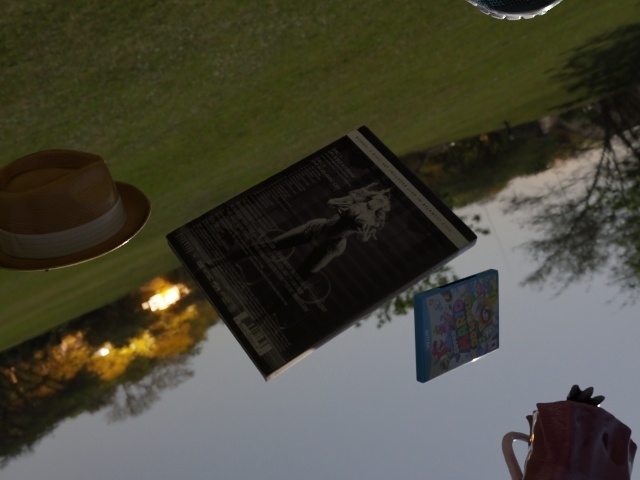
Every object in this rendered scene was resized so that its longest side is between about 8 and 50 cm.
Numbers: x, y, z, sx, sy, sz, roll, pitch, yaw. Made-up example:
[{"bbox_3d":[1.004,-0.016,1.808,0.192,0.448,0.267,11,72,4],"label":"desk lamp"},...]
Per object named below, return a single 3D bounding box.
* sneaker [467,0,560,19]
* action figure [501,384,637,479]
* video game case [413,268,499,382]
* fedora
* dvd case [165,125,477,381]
[{"bbox_3d":[0.150,-0.256,0.682,0.166,0.065,0.076,16,-177,13],"label":"sneaker"},{"bbox_3d":[0.286,0.379,0.908,0.275,0.248,0.370,-35,-151,56],"label":"action figure"},{"bbox_3d":[0.188,0.113,0.984,0.166,0.119,0.015,-13,-164,-39],"label":"video game case"},{"bbox_3d":[-0.280,-0.044,0.765,0.194,0.079,0.194,0,-147,0],"label":"fedora"},{"bbox_3d":[0.000,0.000,0.636,0.221,0.164,0.018,-31,151,-17],"label":"dvd case"}]
